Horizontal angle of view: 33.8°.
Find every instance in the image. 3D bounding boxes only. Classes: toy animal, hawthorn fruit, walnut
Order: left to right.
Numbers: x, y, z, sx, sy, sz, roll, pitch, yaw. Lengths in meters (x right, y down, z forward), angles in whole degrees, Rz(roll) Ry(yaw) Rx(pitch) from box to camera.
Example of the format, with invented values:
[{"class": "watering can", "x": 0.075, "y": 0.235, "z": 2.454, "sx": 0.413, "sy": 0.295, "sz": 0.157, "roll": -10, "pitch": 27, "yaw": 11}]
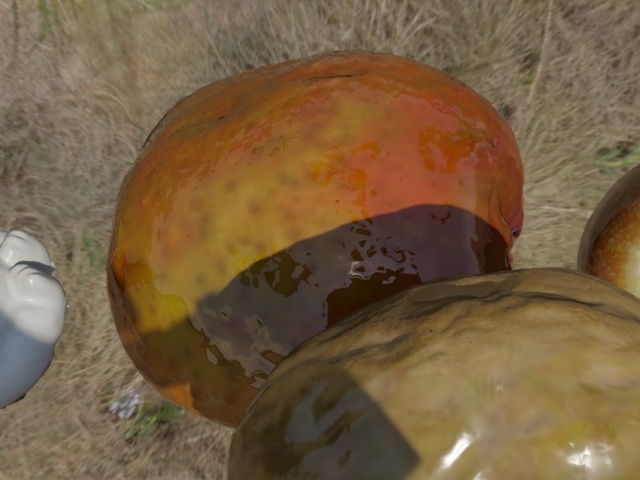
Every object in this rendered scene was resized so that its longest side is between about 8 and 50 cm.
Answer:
[{"class": "toy animal", "x": -0.273, "y": 0.043, "z": 0.662, "sx": 0.178, "sy": 0.193, "sz": 0.127, "roll": -43, "pitch": 54, "yaw": 27}, {"class": "hawthorn fruit", "x": 0.000, "y": 0.000, "z": 1.125, "sx": 0.471, "sy": 0.472, "sz": 0.472, "roll": 0, "pitch": 88, "yaw": -2}, {"class": "walnut", "x": 0.095, "y": 0.179, "z": 0.693, "sx": 0.343, "sy": 0.306, "sz": 0.306, "roll": -16, "pitch": 89, "yaw": 21}]

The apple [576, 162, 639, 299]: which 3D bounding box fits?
[{"class": "apple", "x": 0.435, "y": 0.035, "z": 1.161, "sx": 0.319, "sy": 0.277, "sz": 0.319, "roll": -11, "pitch": 71, "yaw": 34}]
